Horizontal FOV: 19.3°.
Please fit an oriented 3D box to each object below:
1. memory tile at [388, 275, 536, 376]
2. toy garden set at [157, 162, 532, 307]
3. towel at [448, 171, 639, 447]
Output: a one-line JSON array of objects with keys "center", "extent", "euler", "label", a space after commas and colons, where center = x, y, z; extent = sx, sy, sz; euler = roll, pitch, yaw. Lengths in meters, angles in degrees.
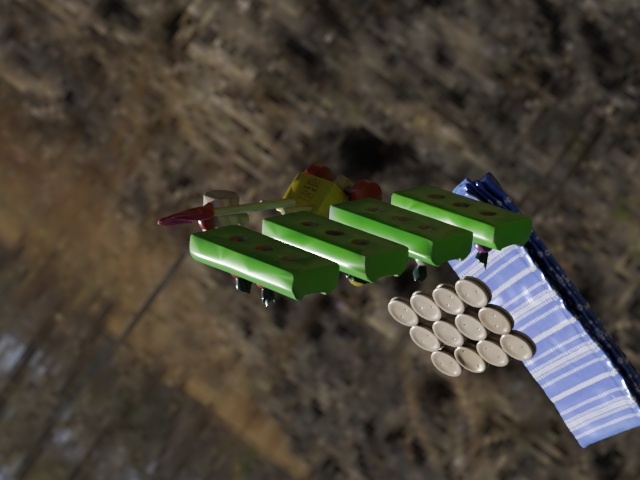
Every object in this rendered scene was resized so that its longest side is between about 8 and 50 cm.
[{"center": [0.142, 0.087, 1.890], "extent": [0.113, 0.012, 0.148], "euler": [49, 145, -16], "label": "memory tile"}, {"center": [0.000, 0.000, 1.394], "extent": [0.244, 0.049, 0.204], "euler": [-12, -157, -42], "label": "toy garden set"}, {"center": [0.241, 0.087, 2.153], "extent": [0.336, 0.040, 0.243], "euler": [54, 162, 4], "label": "towel"}]
